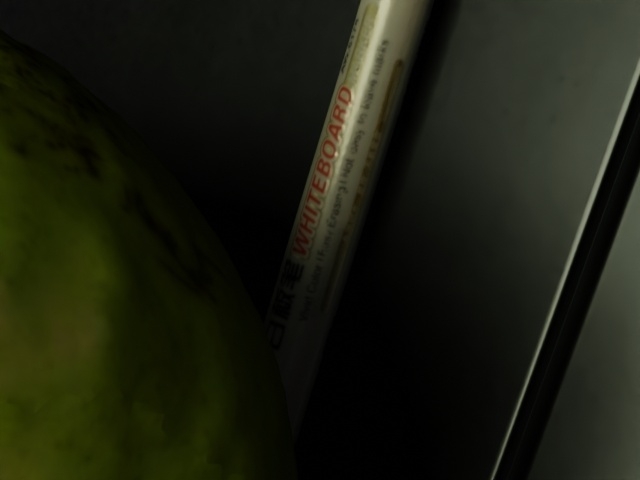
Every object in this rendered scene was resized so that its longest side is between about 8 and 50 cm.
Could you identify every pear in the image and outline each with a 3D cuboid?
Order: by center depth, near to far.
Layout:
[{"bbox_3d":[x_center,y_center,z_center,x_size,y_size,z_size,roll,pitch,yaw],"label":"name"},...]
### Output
[{"bbox_3d":[-0.201,0.094,0.460,0.391,0.391,0.391,-5,82,33],"label":"pear"}]

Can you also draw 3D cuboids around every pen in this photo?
[{"bbox_3d":[0.000,0.000,0.525,0.026,0.026,0.218,21,96,34],"label":"pen"}]
